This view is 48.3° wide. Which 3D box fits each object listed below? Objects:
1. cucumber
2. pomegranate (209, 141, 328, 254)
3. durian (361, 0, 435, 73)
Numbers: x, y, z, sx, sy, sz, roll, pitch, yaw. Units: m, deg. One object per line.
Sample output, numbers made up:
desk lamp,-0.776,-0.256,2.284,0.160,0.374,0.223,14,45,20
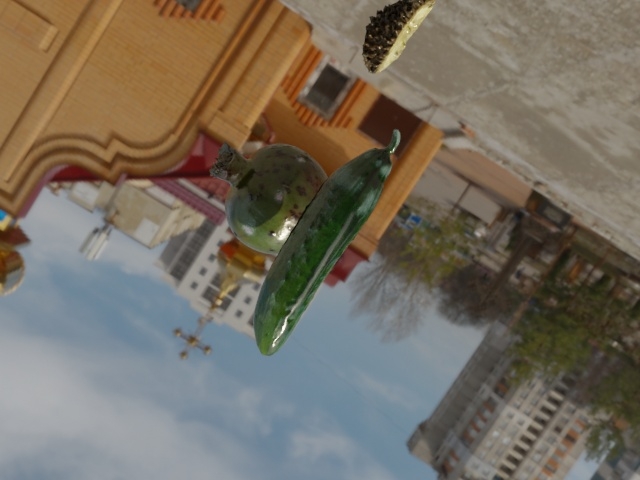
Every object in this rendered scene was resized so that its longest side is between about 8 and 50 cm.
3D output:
cucumber,0.000,0.000,0.671,0.056,0.250,0.056,32,-170,-6
pomegranate,-0.050,-0.049,0.777,0.130,0.130,0.130,33,-175,-3
durian,0.100,-0.261,0.880,0.066,0.130,0.052,36,-177,-40
